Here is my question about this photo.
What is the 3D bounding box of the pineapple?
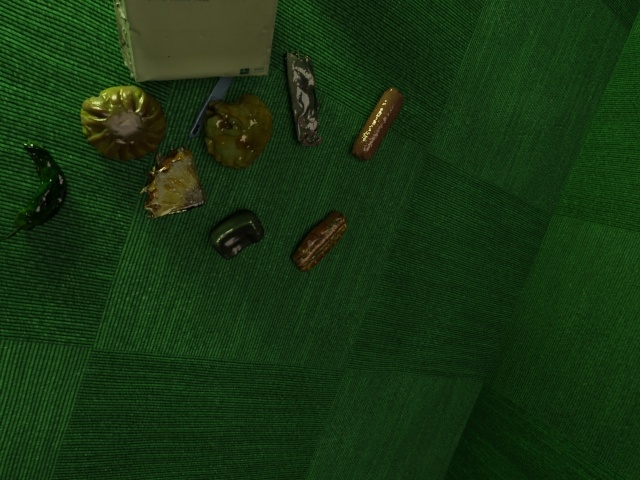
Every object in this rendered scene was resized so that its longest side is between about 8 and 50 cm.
[{"bbox_3d":[-0.428,-0.162,1.230,0.186,0.114,0.236,24,103,-33],"label":"pineapple"}]

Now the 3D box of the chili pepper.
[{"bbox_3d":[-0.746,-0.112,1.081,0.122,0.065,0.278,20,93,-24],"label":"chili pepper"}]

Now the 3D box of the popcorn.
[{"bbox_3d":[-0.253,-0.336,1.237,0.203,0.200,0.226,29,123,-7],"label":"popcorn"}]

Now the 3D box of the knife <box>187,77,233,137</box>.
[{"bbox_3d":[-0.313,-0.442,1.249,0.044,0.019,0.313,30,89,-40],"label":"knife"}]

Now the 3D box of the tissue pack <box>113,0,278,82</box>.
[{"bbox_3d":[-0.317,-0.581,1.047,0.380,0.207,0.297,-15,145,-24],"label":"tissue pack"}]

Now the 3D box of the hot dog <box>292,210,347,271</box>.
[{"bbox_3d":[0.000,0.000,1.531,0.115,0.072,0.269,44,83,-24],"label":"hot dog"}]

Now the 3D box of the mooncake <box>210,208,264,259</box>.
[{"bbox_3d":[-0.263,-0.019,1.319,0.104,0.175,0.168,60,32,-25],"label":"mooncake"}]

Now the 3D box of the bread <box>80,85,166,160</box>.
[{"bbox_3d":[-0.528,-0.314,1.118,0.213,0.105,0.213,-11,113,-28],"label":"bread"}]

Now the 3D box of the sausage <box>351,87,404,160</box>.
[{"bbox_3d":[0.211,-0.423,1.507,0.086,0.086,0.289,31,88,-33],"label":"sausage"}]

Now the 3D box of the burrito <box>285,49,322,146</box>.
[{"bbox_3d":[-0.055,-0.464,1.357,0.096,0.066,0.309,-16,110,-21],"label":"burrito"}]
